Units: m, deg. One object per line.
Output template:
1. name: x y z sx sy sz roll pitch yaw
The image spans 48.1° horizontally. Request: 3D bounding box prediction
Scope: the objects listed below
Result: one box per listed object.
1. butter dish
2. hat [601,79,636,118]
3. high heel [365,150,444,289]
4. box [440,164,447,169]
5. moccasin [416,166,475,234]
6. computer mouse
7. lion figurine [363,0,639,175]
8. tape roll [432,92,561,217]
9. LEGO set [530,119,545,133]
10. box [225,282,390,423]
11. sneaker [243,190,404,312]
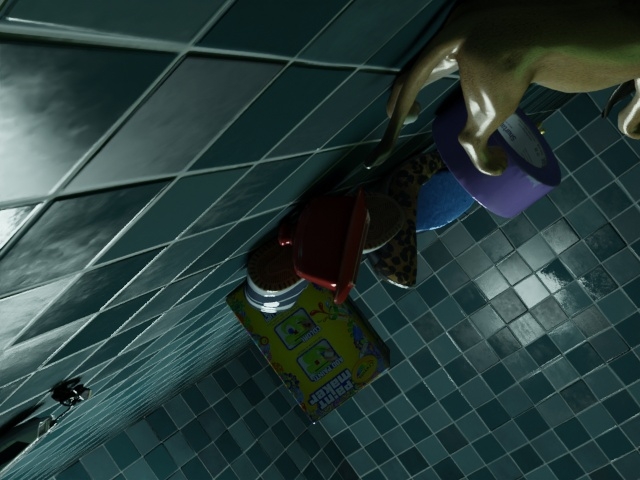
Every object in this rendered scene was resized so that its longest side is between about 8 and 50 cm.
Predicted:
1. butter dish: 0.000 0.000 0.987 0.160 0.118 0.160 41 62 -82
2. hat: 0.606 -0.392 1.352 0.331 0.134 0.331 -42 168 -11
3. high heel: 0.169 -0.040 1.254 0.261 0.186 0.093 -34 173 -26
4. box: 0.298 -0.144 1.885 0.233 0.044 0.159 -37 174 5
5. moccasin: 0.200 -0.083 1.529 0.342 0.138 0.117 -23 -171 43
6. computer mouse: -0.411 0.268 1.009 0.193 0.042 0.106 -42 179 -4
7. lion figurine: 0.229 -0.179 0.641 0.392 0.142 0.240 -20 158 -11
8. tape roll: 0.254 -0.131 1.036 0.080 0.189 0.189 -41 173 33
9. LEGO set: 0.374 -0.226 1.475 0.132 0.107 0.287 -44 -170 30
10. box: -0.010 0.172 1.417 0.177 0.279 0.290 -37 174 3
11. sneaker: -0.003 0.022 1.149 0.282 0.099 0.153 -27 166 -24
